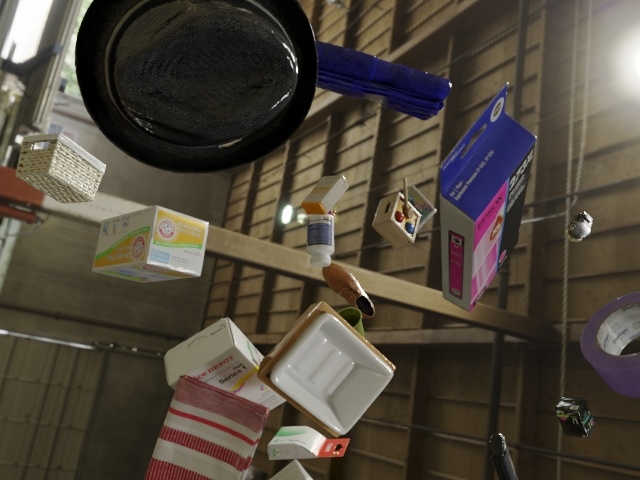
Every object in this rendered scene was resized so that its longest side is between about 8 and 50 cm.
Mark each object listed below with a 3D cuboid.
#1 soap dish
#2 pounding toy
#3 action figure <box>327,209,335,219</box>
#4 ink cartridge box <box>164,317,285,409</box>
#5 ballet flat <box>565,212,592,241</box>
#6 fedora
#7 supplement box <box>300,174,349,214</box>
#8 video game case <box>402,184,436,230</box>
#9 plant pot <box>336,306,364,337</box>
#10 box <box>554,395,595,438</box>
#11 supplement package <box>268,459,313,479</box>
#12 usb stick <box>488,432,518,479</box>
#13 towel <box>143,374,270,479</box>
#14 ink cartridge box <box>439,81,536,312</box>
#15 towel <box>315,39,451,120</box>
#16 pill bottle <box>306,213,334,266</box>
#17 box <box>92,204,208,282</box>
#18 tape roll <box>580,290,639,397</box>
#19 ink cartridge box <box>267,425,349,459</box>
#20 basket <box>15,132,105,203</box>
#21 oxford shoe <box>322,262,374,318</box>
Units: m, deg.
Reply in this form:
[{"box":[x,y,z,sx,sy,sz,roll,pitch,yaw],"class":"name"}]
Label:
[{"box":[0.013,0.307,1.425,0.229,0.291,0.118,-49,-153,-7],"class":"soap dish"},{"box":[0.229,-0.078,1.705,0.100,0.130,0.141,-21,-144,42],"class":"pounding toy"},{"box":[0.024,-0.087,1.716,0.030,0.038,0.115,-41,-148,12],"class":"action figure"},{"box":[-0.251,0.367,1.575,0.201,0.278,0.117,-31,-143,2],"class":"ink cartridge box"},{"box":[0.663,-0.026,1.523,0.057,0.173,0.049,44,-53,13],"class":"ballet flat"},{"box":[-0.152,-0.224,0.781,0.334,0.334,0.152,-67,-159,11],"class":"fedora"},{"box":[0.010,-0.101,1.320,0.062,0.036,0.098,3,-135,46],"class":"supplement box"},{"box":[0.298,-0.092,1.975,0.143,0.019,0.157,-47,-140,14],"class":"video game case"},{"box":[0.084,0.240,1.615,0.083,0.079,0.083,-15,-142,12],"class":"plant pot"},{"box":[0.623,0.432,1.447,0.062,0.052,0.083,-9,-70,49],"class":"box"},{"box":[-0.027,0.594,1.098,0.177,0.175,0.293,-35,-158,-9],"class":"supplement package"},{"box":[0.491,0.606,1.575,0.045,0.278,0.077,-5,-135,25],"class":"usb stick"},{"box":[-0.285,0.519,1.435,0.037,0.237,0.329,-1,110,-86],"class":"towel"},{"box":[0.255,-0.046,0.916,0.069,0.371,0.175,29,-112,29],"class":"ink cartridge box"},{"box":[0.094,-0.315,1.204,0.227,0.308,0.076,-83,-170,-87],"class":"towel"},{"box":[0.000,0.000,1.426,0.067,0.067,0.120,-25,-120,56],"class":"pill bottle"},{"box":[-0.313,0.012,1.081,0.203,0.114,0.103,-8,-110,43],"class":"box"},{"box":[0.578,0.184,1.066,0.189,0.080,0.189,-37,-162,15],"class":"tape roll"},{"box":[-0.032,0.620,1.825,0.181,0.225,0.056,8,74,-80],"class":"ink cartridge box"},{"box":[-0.605,-0.163,1.379,0.113,0.167,0.103,-2,-111,20],"class":"basket"},{"box":[0.090,0.146,1.758,0.076,0.212,0.076,-45,-175,-9],"class":"oxford shoe"}]
